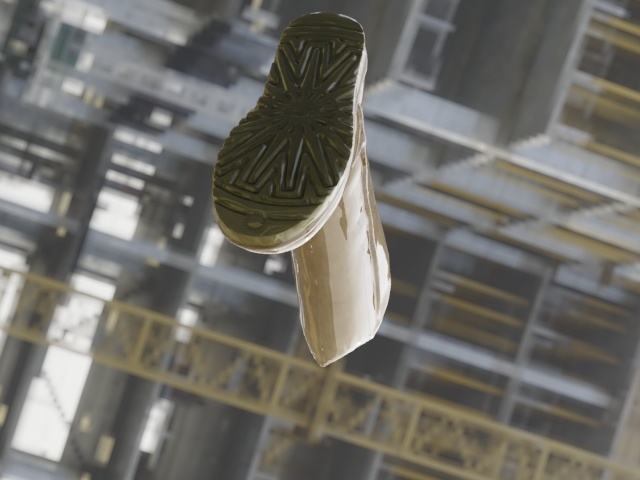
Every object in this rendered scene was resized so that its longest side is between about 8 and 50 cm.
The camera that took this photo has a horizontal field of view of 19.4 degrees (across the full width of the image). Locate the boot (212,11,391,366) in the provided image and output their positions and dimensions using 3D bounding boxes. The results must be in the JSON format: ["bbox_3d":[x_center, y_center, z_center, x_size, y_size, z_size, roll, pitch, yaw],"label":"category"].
[{"bbox_3d":[0.000,0.000,1.402,0.269,0.089,0.236,84,23,-46],"label":"boot"}]
